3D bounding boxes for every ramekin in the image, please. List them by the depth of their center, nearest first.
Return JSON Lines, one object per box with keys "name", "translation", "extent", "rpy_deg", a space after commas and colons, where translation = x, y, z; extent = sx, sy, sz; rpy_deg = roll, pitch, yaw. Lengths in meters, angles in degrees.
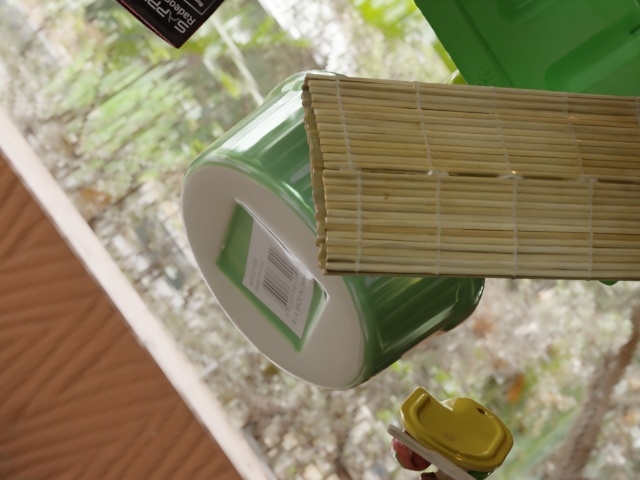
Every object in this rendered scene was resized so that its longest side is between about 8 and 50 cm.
{"name": "ramekin", "translation": [0.000, 0.000, 1.339], "extent": [0.303, 0.148, 0.303], "rpy_deg": [35, -34, 29]}

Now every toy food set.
{"name": "toy food set", "translation": [0.133, 0.235, 1.507], "extent": [0.128, 0.071, 0.218], "rpy_deg": [30, 18, 13]}

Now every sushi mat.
{"name": "sushi mat", "translation": [0.139, -0.044, 1.034], "extent": [0.019, 0.317, 0.151], "rpy_deg": [147, -58, -63]}

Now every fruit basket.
{"name": "fruit basket", "translation": [0.213, -0.132, 1.354], "extent": [0.392, 0.392, 0.283], "rpy_deg": [55, 35, 5]}

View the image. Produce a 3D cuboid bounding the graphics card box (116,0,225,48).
{"name": "graphics card box", "translation": [-0.007, -0.338, 1.103], "extent": [0.094, 0.371, 0.233], "rpy_deg": [41, 33, -10]}
